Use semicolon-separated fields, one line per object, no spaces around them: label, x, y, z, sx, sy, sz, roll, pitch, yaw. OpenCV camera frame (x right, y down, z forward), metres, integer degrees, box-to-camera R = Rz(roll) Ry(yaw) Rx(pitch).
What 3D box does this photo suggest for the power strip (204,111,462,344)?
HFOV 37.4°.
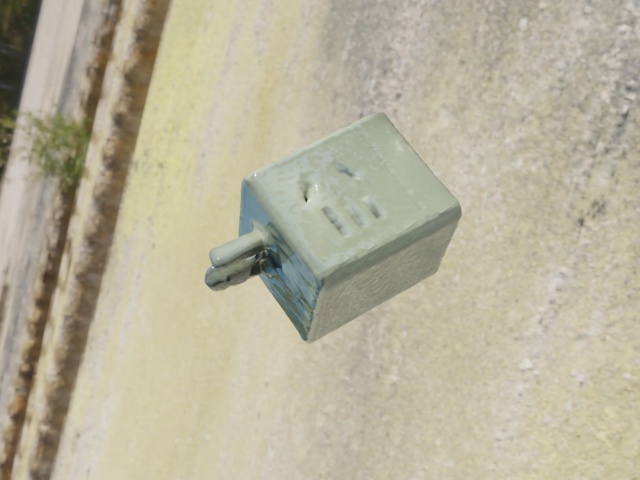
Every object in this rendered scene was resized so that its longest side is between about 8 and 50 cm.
power strip;0.000;0.000;0.902;0.140;0.224;0.139;53;157;21
